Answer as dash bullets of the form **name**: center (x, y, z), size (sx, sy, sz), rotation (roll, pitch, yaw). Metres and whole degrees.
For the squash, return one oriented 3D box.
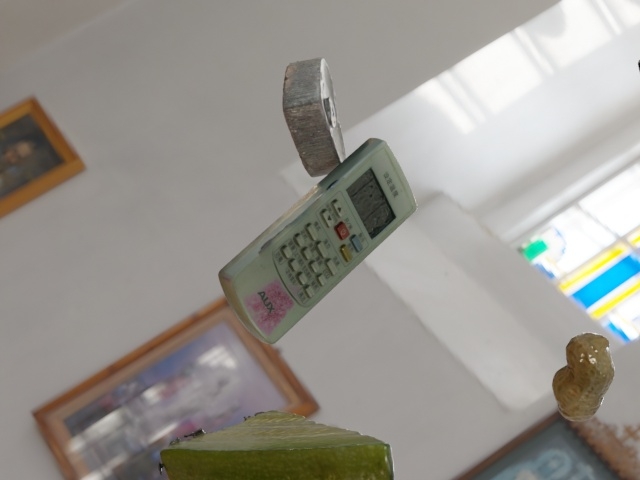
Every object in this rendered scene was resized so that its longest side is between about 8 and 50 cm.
- **squash**: center (0.002, 0.231, 1.106), size (0.289, 0.203, 0.111), rotation (-10, -91, 36)

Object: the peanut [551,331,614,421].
- **peanut**: center (0.252, 0.130, 1.073), size (0.054, 0.054, 0.113), rotation (46, -34, 37)

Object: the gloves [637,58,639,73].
- **gloves**: center (0.479, -0.144, 1.299), size (0.203, 0.164, 0.124), rotation (64, 16, -11)

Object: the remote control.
- **remote control**: center (0.001, 0.000, 1.678), size (0.050, 0.344, 0.145), rotation (19, -35, 50)

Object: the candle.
- **candle**: center (-0.013, -0.198, 1.757), size (0.168, 0.068, 0.192), rotation (4, 74, -77)
